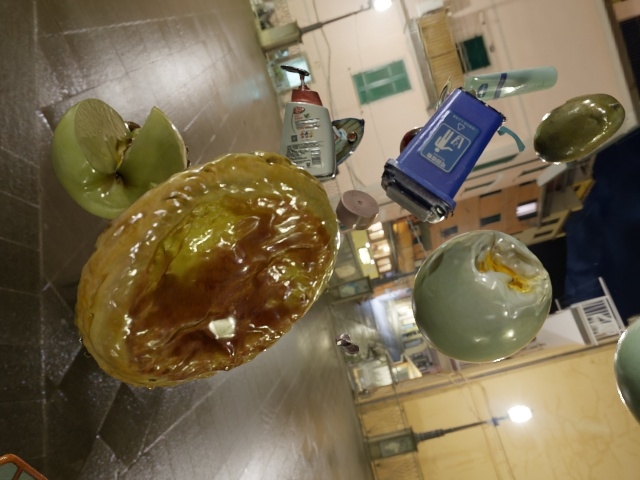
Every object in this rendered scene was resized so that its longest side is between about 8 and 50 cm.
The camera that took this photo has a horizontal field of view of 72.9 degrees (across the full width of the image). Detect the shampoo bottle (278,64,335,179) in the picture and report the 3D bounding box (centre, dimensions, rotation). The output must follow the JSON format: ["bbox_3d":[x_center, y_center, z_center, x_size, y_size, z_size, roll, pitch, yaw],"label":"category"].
[{"bbox_3d":[-0.043,-0.286,1.065,0.071,0.153,0.284,-3,90,-84],"label":"shampoo bottle"}]

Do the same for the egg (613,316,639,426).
[{"bbox_3d":[0.647,0.237,0.642,0.276,0.388,0.276,-62,174,-12],"label":"egg"}]

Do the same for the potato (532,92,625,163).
[{"bbox_3d":[0.718,-0.315,1.207,0.251,0.159,0.175,141,-47,-64],"label":"potato"}]

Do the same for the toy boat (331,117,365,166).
[{"bbox_3d":[0.016,-0.264,1.241,0.114,0.262,0.115,59,31,7],"label":"toy boat"}]

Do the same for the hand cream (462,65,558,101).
[{"bbox_3d":[0.589,-0.492,1.363,0.109,0.320,0.067,90,-13,-55],"label":"hand cream"}]

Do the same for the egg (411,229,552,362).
[{"bbox_3d":[0.346,0.138,0.991,0.336,0.278,0.279,116,-33,-56],"label":"egg"}]

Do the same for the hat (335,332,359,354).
[{"bbox_3d":[0.093,0.337,1.435,0.042,0.087,0.058,-53,155,-46],"label":"hat"}]

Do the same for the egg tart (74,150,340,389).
[{"bbox_3d":[-0.169,0.046,0.705,0.178,0.443,0.443,43,-14,35],"label":"egg tart"}]

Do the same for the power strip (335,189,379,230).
[{"bbox_3d":[0.133,-0.114,1.600,0.154,0.154,0.078,-100,-157,-43],"label":"power strip"}]

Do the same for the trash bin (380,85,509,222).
[{"bbox_3d":[0.241,-0.163,0.873,0.162,0.235,0.184,36,0,7],"label":"trash bin"}]

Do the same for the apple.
[{"bbox_3d":[-0.458,-0.194,1.012,0.254,0.291,0.292,-104,175,-54],"label":"apple"}]

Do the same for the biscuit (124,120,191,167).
[{"bbox_3d":[-0.584,-0.333,1.524,0.290,0.208,0.041,27,53,-47],"label":"biscuit"}]

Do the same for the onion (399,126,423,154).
[{"bbox_3d":[0.400,-0.359,1.649,0.195,0.218,0.139,46,-19,-20],"label":"onion"}]

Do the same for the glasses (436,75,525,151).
[{"bbox_3d":[0.370,-0.274,1.030,0.220,0.088,0.190,34,22,-22],"label":"glasses"}]

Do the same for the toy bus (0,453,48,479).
[{"bbox_3d":[-0.370,0.483,0.661,0.409,0.093,0.092,47,35,-11],"label":"toy bus"}]
